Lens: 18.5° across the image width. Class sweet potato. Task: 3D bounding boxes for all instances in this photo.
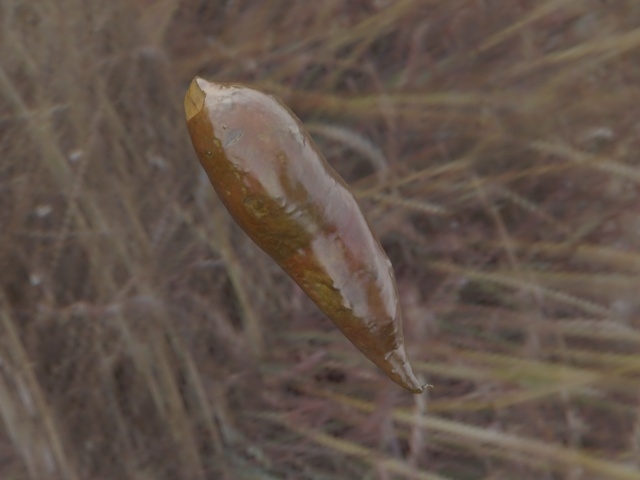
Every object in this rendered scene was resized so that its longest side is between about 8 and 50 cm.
[{"bbox_3d":[0.000,0.000,0.894,0.195,0.056,0.056,53,50,-21],"label":"sweet potato"}]
